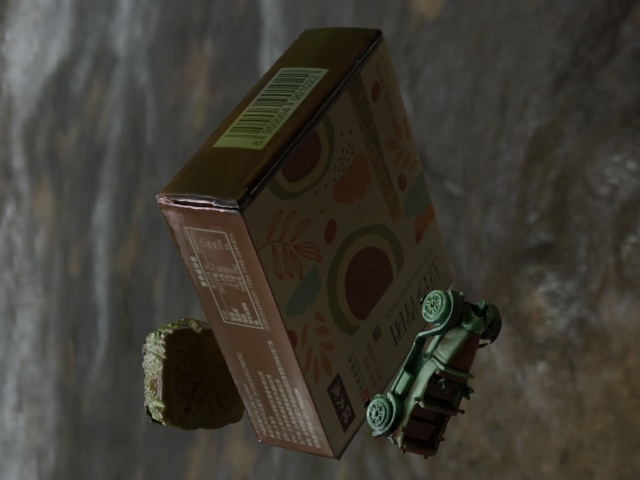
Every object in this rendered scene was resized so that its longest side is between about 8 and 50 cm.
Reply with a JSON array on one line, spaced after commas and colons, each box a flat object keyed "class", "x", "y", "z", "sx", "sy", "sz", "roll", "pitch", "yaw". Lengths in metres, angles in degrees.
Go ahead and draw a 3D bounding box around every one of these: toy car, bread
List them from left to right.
[{"class": "bread", "x": -0.153, "y": 0.167, "z": 1.753, "sx": 0.069, "sy": 0.128, "sz": 0.140, "roll": 15, "pitch": 107, "yaw": 60}, {"class": "toy car", "x": 0.099, "y": 0.111, "z": 1.187, "sx": 0.143, "sy": 0.073, "sz": 0.054, "roll": -62, "pitch": 35, "yaw": 11}]

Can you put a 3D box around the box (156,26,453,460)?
[{"class": "box", "x": 0.000, "y": 0.000, "z": 1.682, "sx": 0.122, "sy": 0.344, "sz": 0.385, "roll": 7, "pitch": 132, "yaw": 32}]
